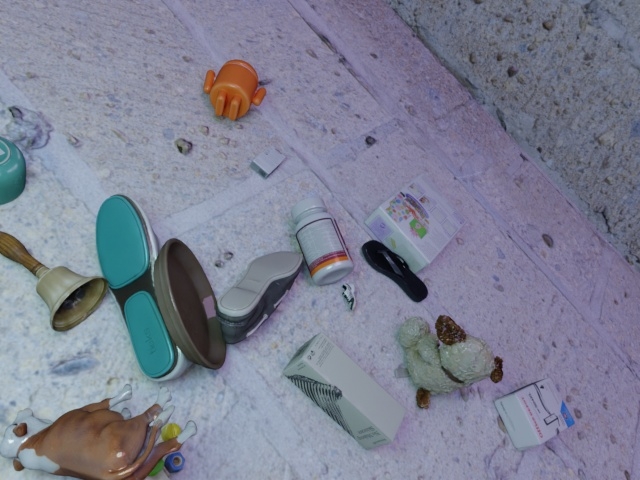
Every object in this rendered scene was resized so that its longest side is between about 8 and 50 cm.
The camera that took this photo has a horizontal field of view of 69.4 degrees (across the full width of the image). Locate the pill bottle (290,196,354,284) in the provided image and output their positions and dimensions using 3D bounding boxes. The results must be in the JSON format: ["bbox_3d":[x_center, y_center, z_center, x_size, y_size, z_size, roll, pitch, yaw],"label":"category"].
[{"bbox_3d":[0.000,0.000,1.263,0.121,0.121,0.221,-5,62,-37],"label":"pill bottle"}]

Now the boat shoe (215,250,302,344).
[{"bbox_3d":[-0.142,0.123,1.100,0.112,0.096,0.335,16,26,16],"label":"boat shoe"}]

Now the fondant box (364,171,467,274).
[{"bbox_3d":[0.329,-0.065,1.554,0.238,0.096,0.330,49,45,5],"label":"fondant box"}]

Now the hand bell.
[{"bbox_3d":[-0.545,0.052,0.886,0.242,0.126,0.126,35,45,9],"label":"hand bell"}]

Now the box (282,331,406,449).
[{"bbox_3d":[0.055,0.348,1.065,0.275,0.113,0.094,42,46,0],"label":"box"}]

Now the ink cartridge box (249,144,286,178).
[{"bbox_3d":[-0.156,-0.238,1.388,0.062,0.029,0.115,40,45,-3],"label":"ink cartridge box"}]

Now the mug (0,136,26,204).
[{"bbox_3d":[-0.677,-0.151,0.918,0.157,0.097,0.130,6,57,-32],"label":"mug"}]

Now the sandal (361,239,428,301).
[{"bbox_3d":[0.237,0.081,1.415,0.254,0.054,0.097,39,46,-5],"label":"sandal"}]

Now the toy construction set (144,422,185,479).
[{"bbox_3d":[-0.315,0.456,0.703,0.327,0.151,0.215,-24,75,-43],"label":"toy construction set"}]

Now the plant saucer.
[{"bbox_3d":[-0.262,0.130,0.932,0.041,0.278,0.278,-21,68,-1],"label":"plant saucer"}]

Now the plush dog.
[{"bbox_3d":[0.342,0.315,1.202,0.262,0.225,0.211,37,46,-8],"label":"plush dog"}]

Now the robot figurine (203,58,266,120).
[{"bbox_3d":[-0.262,-0.463,1.404,0.128,0.157,0.220,60,30,-44],"label":"robot figurine"}]

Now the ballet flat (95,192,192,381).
[{"bbox_3d":[-0.357,0.096,0.960,0.139,0.139,0.401,-11,71,-39],"label":"ballet flat"}]

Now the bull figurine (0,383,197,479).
[{"bbox_3d":[-0.354,0.309,0.737,0.188,0.310,0.101,-28,113,-56],"label":"bull figurine"}]

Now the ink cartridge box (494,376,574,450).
[{"bbox_3d":[0.633,0.509,1.365,0.203,0.086,0.148,-5,63,-37],"label":"ink cartridge box"}]

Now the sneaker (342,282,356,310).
[{"bbox_3d":[0.077,0.156,1.275,0.036,0.032,0.083,7,50,-14],"label":"sneaker"}]
